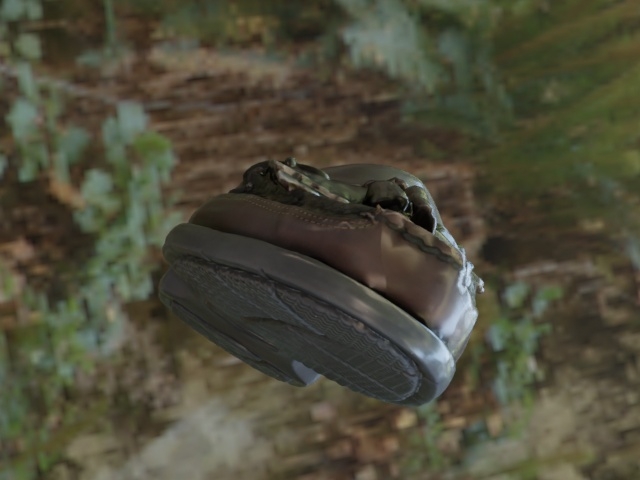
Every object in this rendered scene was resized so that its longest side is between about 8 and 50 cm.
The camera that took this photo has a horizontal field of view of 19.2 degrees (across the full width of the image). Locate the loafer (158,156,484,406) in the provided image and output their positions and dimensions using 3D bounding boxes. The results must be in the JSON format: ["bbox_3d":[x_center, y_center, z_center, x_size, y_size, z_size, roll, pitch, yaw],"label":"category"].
[{"bbox_3d":[0.000,0.000,0.747,0.095,0.109,0.302,-57,-172,-10],"label":"loafer"}]
